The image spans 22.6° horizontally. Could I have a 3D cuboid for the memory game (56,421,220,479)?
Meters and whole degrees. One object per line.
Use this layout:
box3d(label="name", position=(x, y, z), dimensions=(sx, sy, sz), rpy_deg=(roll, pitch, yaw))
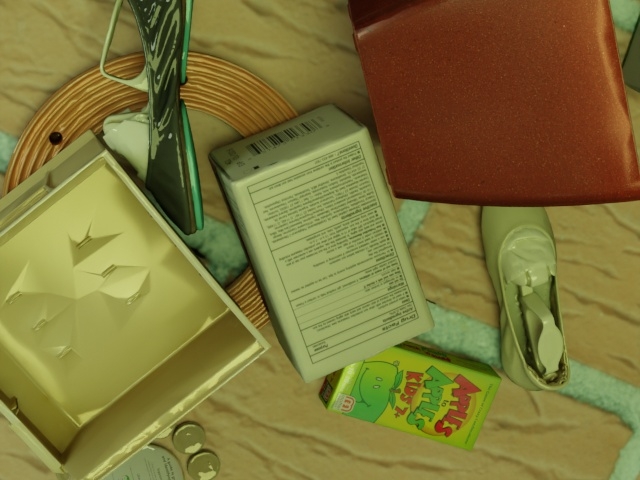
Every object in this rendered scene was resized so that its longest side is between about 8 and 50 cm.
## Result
box3d(label="memory game", position=(-0.199, 0.265, 1.755), dimensions=(0.186, 0.012, 0.186), rpy_deg=(-4, 107, -13))

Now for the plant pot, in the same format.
box3d(label="plant pot", position=(0.160, -0.175, 1.590), dimensions=(0.236, 0.267, 0.267), rpy_deg=(-13, 110, 3))

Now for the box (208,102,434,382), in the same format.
box3d(label="box", position=(0.000, 0.000, 1.630), dimensions=(0.149, 0.127, 0.232), rpy_deg=(-23, 112, -9))

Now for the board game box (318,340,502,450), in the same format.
box3d(label="board game box", position=(0.100, 0.163, 1.781), dimensions=(0.181, 0.043, 0.092), rpy_deg=(18, 101, -18))

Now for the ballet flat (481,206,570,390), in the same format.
box3d(label="ballet flat", position=(0.233, 0.055, 1.761), dimensions=(0.086, 0.086, 0.248), rpy_deg=(-15, 109, -9))

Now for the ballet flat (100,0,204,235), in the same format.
box3d(label="ballet flat", position=(-0.166, -0.143, 1.570), dimensions=(0.096, 0.095, 0.280), rpy_deg=(-2, 96, -3))

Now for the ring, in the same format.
box3d(label="ring", position=(-0.160, -0.034, 1.663), dimensions=(0.337, 0.032, 0.336), rpy_deg=(-4, 108, -13))

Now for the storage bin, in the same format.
box3d(label="storage bin", position=(-0.239, 0.073, 1.594), dimensions=(0.260, 0.123, 0.262), rpy_deg=(-39, 112, 0))

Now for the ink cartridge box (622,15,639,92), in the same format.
box3d(label="ink cartridge box", position=(0.458, -0.210, 1.728), dimensions=(0.219, 0.092, 0.160), rpy_deg=(14, 103, -18))
